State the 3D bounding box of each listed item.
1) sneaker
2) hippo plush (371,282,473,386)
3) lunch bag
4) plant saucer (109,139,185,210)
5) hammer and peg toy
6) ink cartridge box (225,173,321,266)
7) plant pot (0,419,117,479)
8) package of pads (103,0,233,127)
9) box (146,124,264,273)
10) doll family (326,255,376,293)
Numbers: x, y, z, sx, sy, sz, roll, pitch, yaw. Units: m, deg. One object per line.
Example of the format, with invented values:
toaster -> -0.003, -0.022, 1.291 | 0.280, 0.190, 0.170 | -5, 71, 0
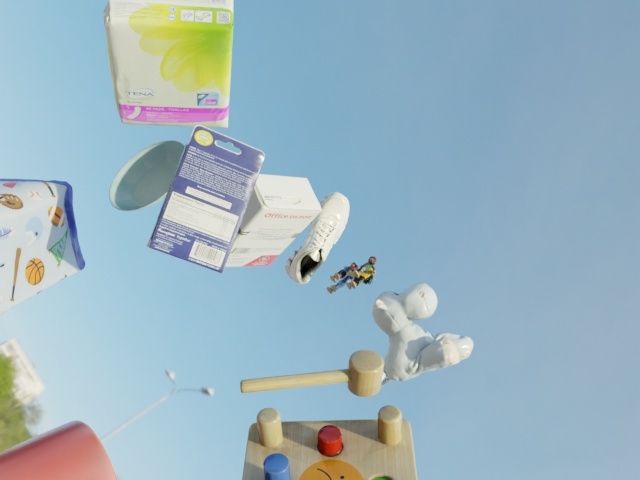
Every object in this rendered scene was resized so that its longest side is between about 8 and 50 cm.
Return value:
sneaker -> 0.000, 0.000, 2.056 | 0.110, 0.292, 0.118 | 26, 7, -9
hippo plush -> 0.238, 0.242, 1.916 | 0.236, 0.294, 0.234 | 70, 16, 9
lunch bag -> -0.714, -0.004, 1.356 | 0.385, 0.328, 0.239 | 4, -73, 20
plant saucer -> -0.351, -0.127, 1.496 | 0.195, 0.195, 0.037 | 25, -21, 43
hammer and peg toy -> 0.007, 0.329, 1.062 | 0.361, 0.266, 0.127 | -90, 177, -57
ink cartridge box -> -0.158, -0.048, 1.872 | 0.273, 0.197, 0.114 | -44, -121, 38
plant pot -> -0.399, 0.393, 0.905 | 0.275, 0.243, 0.275 | 18, -68, 51
package of pads -> -0.286, -0.340, 1.364 | 0.296, 0.229, 0.101 | 107, -18, -58
box -> -0.195, -0.071, 1.233 | 0.136, 0.225, 0.036 | 22, -3, -18
doll family -> 0.096, 0.096, 2.016 | 0.193, 0.111, 0.076 | -10, -71, 49
